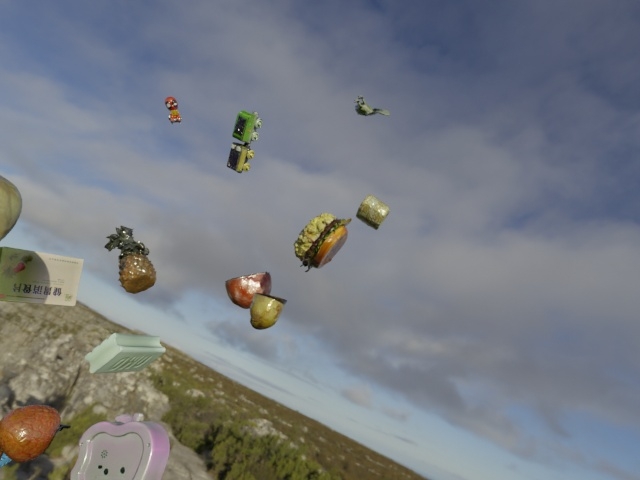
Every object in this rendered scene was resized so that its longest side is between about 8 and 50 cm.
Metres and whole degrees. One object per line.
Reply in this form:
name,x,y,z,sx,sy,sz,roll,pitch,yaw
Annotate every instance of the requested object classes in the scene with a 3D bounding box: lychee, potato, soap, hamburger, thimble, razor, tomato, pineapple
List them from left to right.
lychee,-0.594,0.396,0.811,0.101,0.140,0.114,23,-33,19
razor,-0.879,0.618,1.222,0.082,0.042,0.253,6,-2,6
soap,-0.779,0.457,1.639,0.087,0.160,0.265,53,3,23
pineapple,-0.615,0.051,1.309,0.119,0.111,0.237,17,35,-56
tomato,-0.326,0.237,1.883,0.214,0.155,0.181,-10,-12,-16
potato,-0.152,0.208,1.156,0.096,0.103,0.066,16,-10,-14
hamburger,0.000,0.000,1.532,0.139,0.243,0.261,39,-31,13
thimble,0.274,-0.142,2.149,0.144,0.137,0.190,34,-28,8

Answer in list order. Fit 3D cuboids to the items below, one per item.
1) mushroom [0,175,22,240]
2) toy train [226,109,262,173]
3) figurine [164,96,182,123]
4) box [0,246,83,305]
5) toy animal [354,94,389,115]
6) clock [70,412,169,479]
mushroom,-0.847,-0.125,0.898,0.292,0.217,0.211,1,-39,4
toy train,-0.243,-0.309,1.280,0.060,0.202,0.081,30,21,26
figurine,-0.748,-0.665,2.063,0.068,0.140,0.075,-12,1,-16
box,-0.980,0.130,1.405,0.062,0.175,0.261,-3,-14,32
toy animal,0.155,-0.450,1.360,0.075,0.041,0.217,47,-6,-29
clock,-0.706,0.776,1.425,0.339,0.338,0.102,14,-22,25
